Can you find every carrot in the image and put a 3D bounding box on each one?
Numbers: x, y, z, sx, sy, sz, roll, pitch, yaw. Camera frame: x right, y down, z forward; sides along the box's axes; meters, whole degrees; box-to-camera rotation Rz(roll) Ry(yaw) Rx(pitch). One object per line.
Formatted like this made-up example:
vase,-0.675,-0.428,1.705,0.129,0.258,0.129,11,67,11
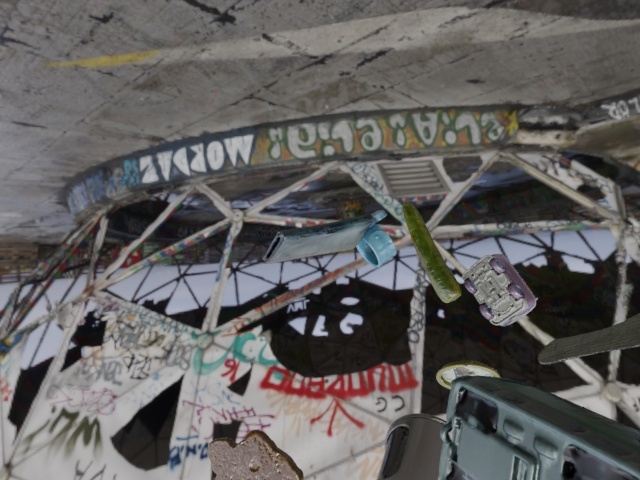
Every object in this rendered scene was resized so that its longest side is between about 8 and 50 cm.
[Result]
carrot,0.335,0.027,1.390,0.074,0.359,0.074,-19,157,-8

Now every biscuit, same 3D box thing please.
biscuit,-0.133,0.533,0.948,0.290,0.208,0.041,37,-175,20

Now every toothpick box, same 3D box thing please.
toothpick box,0.217,0.561,0.949,0.228,0.229,0.316,-7,-162,26

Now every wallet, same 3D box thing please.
wallet,0.000,0.000,1.491,0.378,0.046,0.191,-12,153,-33

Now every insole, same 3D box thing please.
insole,0.585,0.184,0.876,0.119,0.009,0.348,-36,177,-41

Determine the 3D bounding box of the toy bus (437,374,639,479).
toy bus,0.313,0.298,0.532,0.199,0.184,0.343,10,179,-18

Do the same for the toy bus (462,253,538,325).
toy bus,0.560,0.155,1.377,0.142,0.203,0.142,10,135,-44

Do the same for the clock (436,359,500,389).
clock,0.558,0.507,1.679,0.236,0.057,0.237,7,139,6

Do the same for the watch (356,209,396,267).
watch,0.204,0.006,1.761,0.211,0.193,0.211,-34,-176,3
